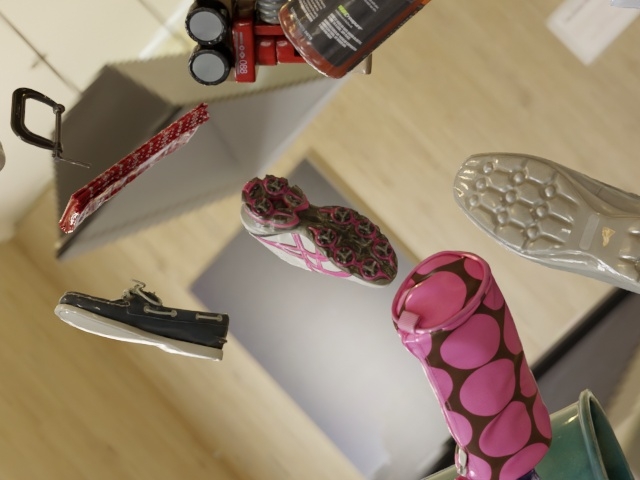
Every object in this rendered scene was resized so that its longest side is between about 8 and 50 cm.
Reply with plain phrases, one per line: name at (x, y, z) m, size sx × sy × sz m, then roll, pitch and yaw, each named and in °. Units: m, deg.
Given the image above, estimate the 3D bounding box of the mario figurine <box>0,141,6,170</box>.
mario figurine at (-0.455, -0.131, 1.482) m, size 0.198 × 0.321 × 0.170 m, roll 6°, pitch -13°, yaw -32°

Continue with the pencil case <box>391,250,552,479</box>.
pencil case at (0.122, 0.109, 1.113) m, size 0.098 × 0.209 × 0.095 m, roll -35°, pitch 36°, yaw -12°

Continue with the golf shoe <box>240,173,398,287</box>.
golf shoe at (0.000, 0.000, 1.450) m, size 0.067 × 0.186 × 0.086 m, roll -52°, pitch -17°, yaw -28°

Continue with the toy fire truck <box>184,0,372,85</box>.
toy fire truck at (-0.052, -0.305, 1.805) m, size 0.158 × 0.246 × 0.217 m, roll -84°, pitch -6°, yaw -54°

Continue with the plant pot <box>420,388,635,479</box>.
plant pot at (0.226, 0.394, 1.645) m, size 0.334 × 0.341 × 0.341 m, roll -22°, pitch -1°, yaw 12°

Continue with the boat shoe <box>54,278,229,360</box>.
boat shoe at (-0.242, 0.104, 1.906) m, size 0.095 × 0.254 × 0.079 m, roll -15°, pitch 61°, yaw 65°

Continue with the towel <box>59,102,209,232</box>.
towel at (-0.301, -0.112, 2.212) m, size 0.275 × 0.031 × 0.199 m, roll -38°, pitch 2°, yaw -20°

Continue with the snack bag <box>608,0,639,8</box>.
snack bag at (0.503, -0.298, 1.420) m, size 0.323 × 0.342 × 0.037 m, roll 109°, pitch 171°, yaw -68°

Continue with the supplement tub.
supplement tub at (0.057, -0.270, 1.467) m, size 0.198 × 0.106 × 0.106 m, roll -39°, pitch -4°, yaw 20°

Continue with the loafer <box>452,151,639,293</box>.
loafer at (0.290, -0.008, 1.461) m, size 0.111 × 0.319 × 0.112 m, roll 18°, pitch -83°, yaw -63°

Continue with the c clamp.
c clamp at (-0.458, -0.191, 2.302) m, size 0.137 × 0.161 × 0.022 m, roll 14°, pitch -48°, yaw -30°
